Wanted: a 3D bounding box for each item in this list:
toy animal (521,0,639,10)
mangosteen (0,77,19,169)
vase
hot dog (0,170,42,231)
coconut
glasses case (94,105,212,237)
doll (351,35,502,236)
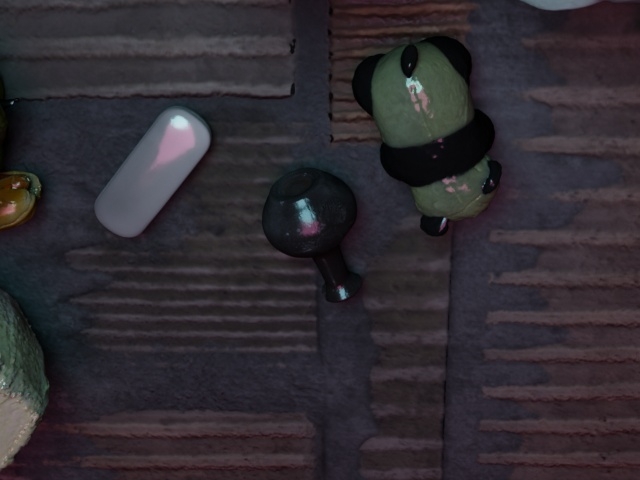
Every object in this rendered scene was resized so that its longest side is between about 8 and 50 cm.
[{"bbox_3d":[0.253,-0.298,0.714,0.258,0.357,0.193,6,115,2],"label":"toy animal"},{"bbox_3d":[-0.478,-0.149,0.900,0.243,0.243,0.242,1,113,2],"label":"mangosteen"},{"bbox_3d":[0.000,0.000,0.991,0.120,0.120,0.182,-16,127,9],"label":"vase"},{"bbox_3d":[-0.467,-0.035,1.000,0.236,0.092,0.062,-16,132,8],"label":"hot dog"},{"bbox_3d":[-0.508,0.168,0.997,0.297,0.254,0.297,-9,119,-17],"label":"coconut"},{"bbox_3d":[-0.212,-0.085,0.990,0.074,0.049,0.193,37,111,-12],"label":"glasses case"},{"bbox_3d":[0.129,-0.125,0.915,0.144,0.135,0.234,-19,115,12],"label":"doll"}]
